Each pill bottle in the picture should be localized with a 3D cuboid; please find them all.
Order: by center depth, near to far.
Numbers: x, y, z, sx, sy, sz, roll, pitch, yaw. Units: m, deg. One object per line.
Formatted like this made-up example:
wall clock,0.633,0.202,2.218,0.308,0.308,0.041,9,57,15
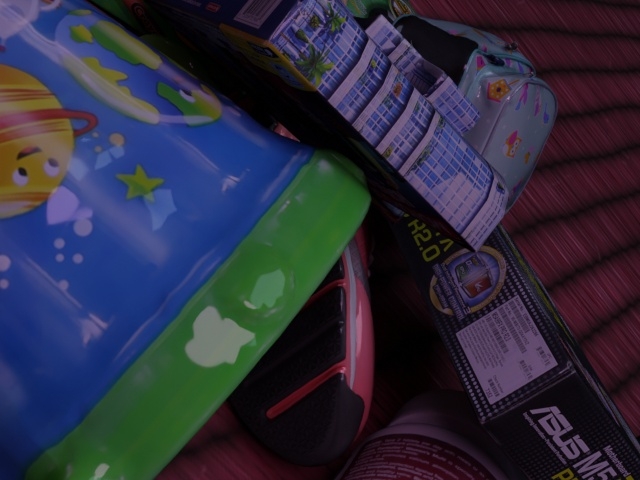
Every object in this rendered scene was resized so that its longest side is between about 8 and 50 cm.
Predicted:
pill bottle,0.051,0.186,0.640,0.121,0.121,0.221,55,34,-5

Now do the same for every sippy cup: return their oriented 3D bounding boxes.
sippy cup,-0.135,-0.011,0.485,0.224,0.240,0.305,42,-4,-6

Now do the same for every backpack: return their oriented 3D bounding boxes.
backpack,0.112,-0.096,0.896,0.144,0.166,0.188,26,18,17

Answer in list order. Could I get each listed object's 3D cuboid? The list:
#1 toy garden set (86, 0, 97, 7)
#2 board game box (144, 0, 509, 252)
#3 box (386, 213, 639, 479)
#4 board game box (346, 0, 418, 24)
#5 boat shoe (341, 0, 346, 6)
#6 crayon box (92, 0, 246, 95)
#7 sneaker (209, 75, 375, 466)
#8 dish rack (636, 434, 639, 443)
toy garden set,-0.208,-0.274,0.735,0.244,0.049,0.204,59,33,1
board game box,0.019,-0.071,0.547,0.194,0.060,0.194,41,-2,-31
box,0.128,0.058,0.714,0.216,0.060,0.270,48,14,-39
board game box,0.061,-0.207,1.052,0.260,0.030,0.136,56,36,-4
boat shoe,-0.004,-0.197,0.930,0.063,0.059,0.170,14,53,-47
crayon box,-0.069,-0.220,0.730,0.165,0.081,0.278,32,31,-6
sneaker,0.000,-0.001,0.730,0.136,0.116,0.314,20,49,-45
dish rack,0.366,0.314,0.992,0.208,0.074,0.271,19,50,-43
